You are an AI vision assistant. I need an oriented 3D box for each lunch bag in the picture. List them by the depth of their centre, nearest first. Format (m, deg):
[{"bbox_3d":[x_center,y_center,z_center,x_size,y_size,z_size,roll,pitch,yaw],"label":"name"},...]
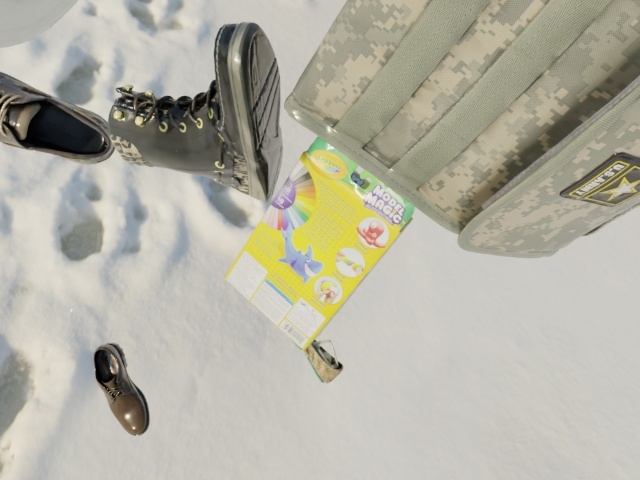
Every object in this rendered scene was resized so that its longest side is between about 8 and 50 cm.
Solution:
[{"bbox_3d":[0.157,-0.118,0.436,0.287,0.235,0.169,36,48,-7],"label":"lunch bag"}]

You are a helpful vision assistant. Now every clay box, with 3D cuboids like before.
[{"bbox_3d":[0.000,0.000,0.642,0.127,0.222,0.053,41,30,8],"label":"clay box"}]

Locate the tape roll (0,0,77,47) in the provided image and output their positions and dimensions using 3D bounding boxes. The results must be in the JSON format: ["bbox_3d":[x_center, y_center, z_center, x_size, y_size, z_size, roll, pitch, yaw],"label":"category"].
[{"bbox_3d":[-0.332,-0.355,0.642,0.100,0.286,0.286,34,41,-6],"label":"tape roll"}]

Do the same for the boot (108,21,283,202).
[{"bbox_3d":[-0.132,-0.127,0.594,0.178,0.236,0.085,13,65,6],"label":"boot"}]

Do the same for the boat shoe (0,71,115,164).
[{"bbox_3d":[-0.545,-0.233,1.085,0.355,0.132,0.130,12,3,-29],"label":"boat shoe"}]

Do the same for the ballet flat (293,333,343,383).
[{"bbox_3d":[-0.015,0.220,1.289,0.206,0.067,0.073,56,9,-26],"label":"ballet flat"}]

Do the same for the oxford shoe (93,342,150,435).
[{"bbox_3d":[-0.464,0.344,1.360,0.082,0.096,0.227,-29,84,-5],"label":"oxford shoe"}]
